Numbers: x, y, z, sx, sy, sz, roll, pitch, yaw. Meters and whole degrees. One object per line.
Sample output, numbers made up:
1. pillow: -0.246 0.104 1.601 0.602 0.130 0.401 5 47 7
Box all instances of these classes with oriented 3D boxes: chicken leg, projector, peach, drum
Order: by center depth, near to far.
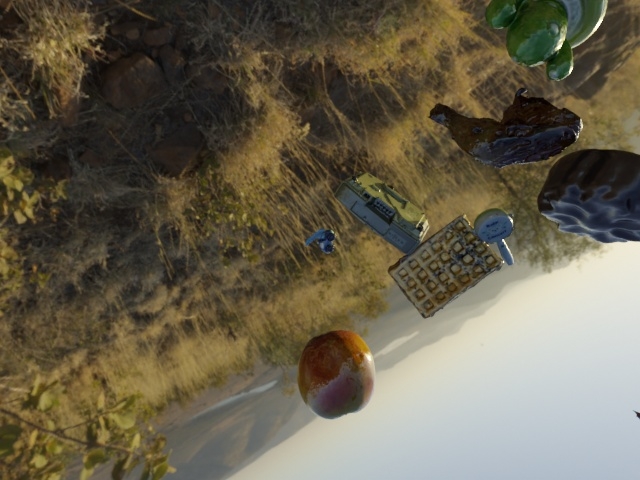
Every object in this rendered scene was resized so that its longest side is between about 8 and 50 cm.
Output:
1. chicken leg: 0.416 -0.259 0.941 0.323 0.177 0.083 -6 168 19
2. peach: 0.044 0.352 1.093 0.231 0.231 0.231 -28 159 -12
3. projector: 0.187 -0.093 1.174 0.088 0.269 0.193 -55 172 31
4. drum: 0.572 0.003 1.354 0.130 0.049 0.253 -15 129 9

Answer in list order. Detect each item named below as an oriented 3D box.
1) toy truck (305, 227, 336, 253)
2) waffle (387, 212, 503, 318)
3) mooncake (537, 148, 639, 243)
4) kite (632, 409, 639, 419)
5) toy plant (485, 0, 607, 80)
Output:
1. toy truck: 0.000 0.000 1.242 0.090 0.073 0.056 7 -172 4
2. waffle: 0.484 0.107 1.603 0.376 0.261 0.114 -39 164 17
3. mooncake: 0.664 -0.091 0.958 0.141 0.283 0.283 -66 160 -7
4. kite: 0.558 0.324 0.574 0.016 0.234 0.321 -49 153 -15
5. toy plant: 0.492 -0.472 0.901 0.316 0.224 0.184 -41 -177 -30
